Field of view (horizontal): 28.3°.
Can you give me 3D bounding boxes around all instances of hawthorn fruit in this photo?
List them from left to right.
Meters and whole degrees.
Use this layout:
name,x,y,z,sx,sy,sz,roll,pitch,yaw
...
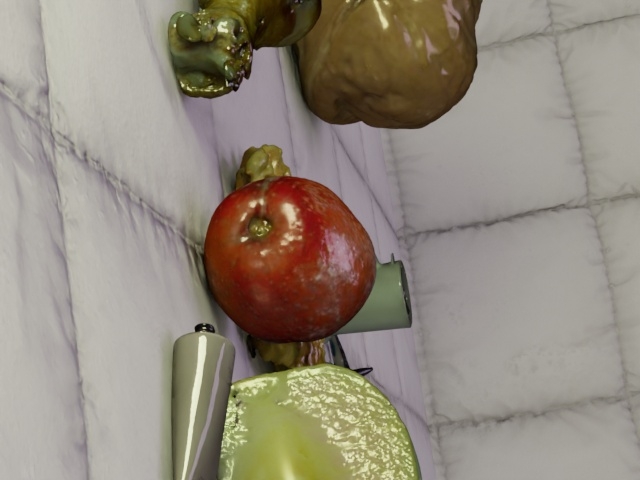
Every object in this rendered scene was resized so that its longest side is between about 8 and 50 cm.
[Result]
name,x,y,z,sx,sy,sz,roll,pitch,yaw
hawthorn fruit,-0.034,0.016,1.278,0.173,0.173,0.172,-11,90,-81

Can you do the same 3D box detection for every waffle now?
name,x,y,z,sx,sy,sz,roll,pitch,yaw
waffle,-0.046,0.044,1.508,0.302,0.068,0.324,-87,162,-59

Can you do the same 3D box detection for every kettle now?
name,x,y,z,sx,sy,sz,roll,pitch,yaw
kettle,0.049,0.078,1.816,0.126,0.148,0.098,73,13,-44

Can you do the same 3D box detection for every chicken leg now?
name,x,y,z,sx,sy,sz,roll,pitch,yaw
chicken leg,-0.091,-0.279,1.436,0.201,0.153,0.429,61,24,-26

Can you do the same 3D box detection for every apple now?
name,x,y,z,sx,sy,sz,roll,pitch,yaw
apple,-0.001,0.248,1.189,0.120,0.193,0.265,85,-2,-52

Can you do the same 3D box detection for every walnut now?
name,x,y,z,sx,sy,sz,roll,pitch,yaw
walnut,0.108,-0.362,2.176,0.383,0.384,0.383,-11,90,-81

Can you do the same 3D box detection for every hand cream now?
name,x,y,z,sx,sy,sz,roll,pitch,yaw
hand cream,-0.103,0.156,1.072,0.087,0.054,0.186,74,15,-58

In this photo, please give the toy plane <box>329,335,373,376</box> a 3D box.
name,x,y,z,sx,sy,sz,roll,pitch,yaw
toy plane,0.069,0.254,1.930,0.192,0.088,0.262,127,-44,-64

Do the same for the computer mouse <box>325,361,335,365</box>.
name,x,y,z,sx,sy,sz,roll,pitch,yaw
computer mouse,0.018,0.211,1.807,0.096,0.039,0.066,-84,162,-63
